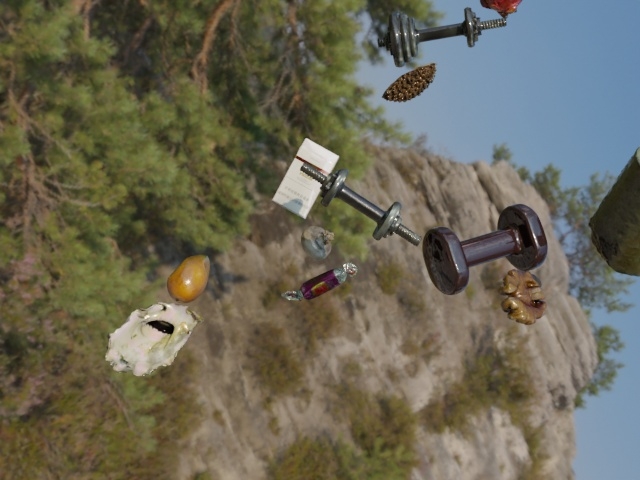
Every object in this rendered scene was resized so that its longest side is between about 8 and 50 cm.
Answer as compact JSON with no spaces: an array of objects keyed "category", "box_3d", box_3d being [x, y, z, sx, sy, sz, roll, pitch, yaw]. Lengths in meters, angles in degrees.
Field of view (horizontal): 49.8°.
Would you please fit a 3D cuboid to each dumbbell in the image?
[{"category":"dumbbell","box_3d":[0.239,-0.414,1.373,0.110,0.254,0.110,-6,90,-77]},{"category":"dumbbell","box_3d":[0.073,-0.066,1.243,0.254,0.082,0.081,33,2,-2]},{"category":"dumbbell","box_3d":[0.325,0.017,1.369,0.124,0.225,0.140,149,-74,-73]}]

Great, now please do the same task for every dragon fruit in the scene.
[{"category":"dragon fruit","box_3d":[0.414,-0.565,1.574,0.126,0.112,0.068,-59,-175,50]}]

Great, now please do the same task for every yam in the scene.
[{"category":"yam","box_3d":[0.707,-0.070,1.476,0.300,0.195,0.195,99,-25,-52]}]

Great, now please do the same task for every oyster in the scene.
[{"category":"oyster","box_3d":[-0.340,0.192,1.385,0.133,0.209,0.072,39,-35,-6]}]

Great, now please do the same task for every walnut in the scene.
[{"category":"walnut","box_3d":[0.503,0.145,1.732,0.170,0.069,0.143,5,70,-43]}]

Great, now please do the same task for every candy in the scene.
[{"category":"candy","box_3d":[-0.001,0.095,1.493,0.045,0.175,0.043,58,8,-37]}]

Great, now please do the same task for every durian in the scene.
[{"category":"durian","box_3d":[0.182,-0.309,1.362,0.052,0.130,0.066,57,1,-9]}]

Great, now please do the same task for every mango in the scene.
[{"category":"mango","box_3d":[-0.323,0.093,1.698,0.089,0.115,0.165,34,10,-9]}]

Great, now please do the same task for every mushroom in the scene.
[{"category":"mushroom","box_3d":[0.000,0.000,1.594,0.085,0.079,0.085,31,41,-31]}]

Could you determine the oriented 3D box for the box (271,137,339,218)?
[{"category":"box","box_3d":[-0.032,-0.133,1.485,0.084,0.154,0.040,29,2,2]}]
